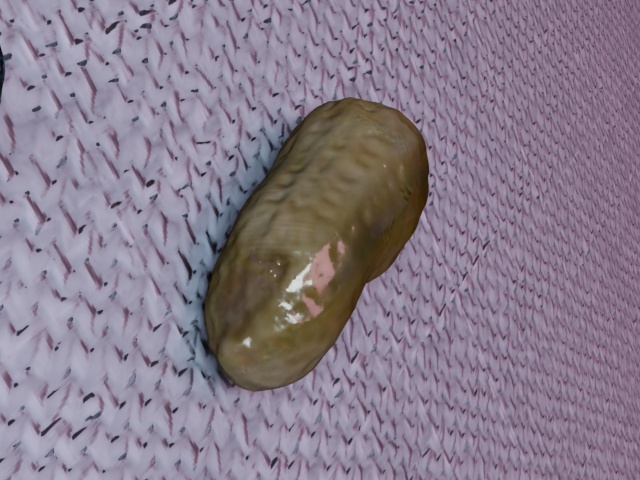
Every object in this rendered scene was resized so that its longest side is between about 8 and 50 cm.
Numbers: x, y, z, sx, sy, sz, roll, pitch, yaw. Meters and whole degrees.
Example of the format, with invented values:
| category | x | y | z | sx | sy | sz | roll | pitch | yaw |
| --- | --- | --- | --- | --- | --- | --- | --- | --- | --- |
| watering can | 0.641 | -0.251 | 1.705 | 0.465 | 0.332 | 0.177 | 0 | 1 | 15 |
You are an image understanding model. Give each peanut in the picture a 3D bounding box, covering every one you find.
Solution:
| category | x | y | z | sx | sy | sz | roll | pitch | yaw |
| --- | --- | --- | --- | --- | --- | --- | --- | --- | --- |
| peanut | 0.000 | 0.000 | 0.565 | 0.110 | 0.120 | 0.236 | 30 | 56 | -3 |

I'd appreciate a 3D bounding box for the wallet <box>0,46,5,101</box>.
| category | x | y | z | sx | sy | sz | roll | pitch | yaw |
| --- | --- | --- | --- | --- | --- | --- | --- | --- | --- |
| wallet | -0.233 | 0.024 | 0.228 | 0.318 | 0.045 | 0.172 | -29 | 148 | -55 |
